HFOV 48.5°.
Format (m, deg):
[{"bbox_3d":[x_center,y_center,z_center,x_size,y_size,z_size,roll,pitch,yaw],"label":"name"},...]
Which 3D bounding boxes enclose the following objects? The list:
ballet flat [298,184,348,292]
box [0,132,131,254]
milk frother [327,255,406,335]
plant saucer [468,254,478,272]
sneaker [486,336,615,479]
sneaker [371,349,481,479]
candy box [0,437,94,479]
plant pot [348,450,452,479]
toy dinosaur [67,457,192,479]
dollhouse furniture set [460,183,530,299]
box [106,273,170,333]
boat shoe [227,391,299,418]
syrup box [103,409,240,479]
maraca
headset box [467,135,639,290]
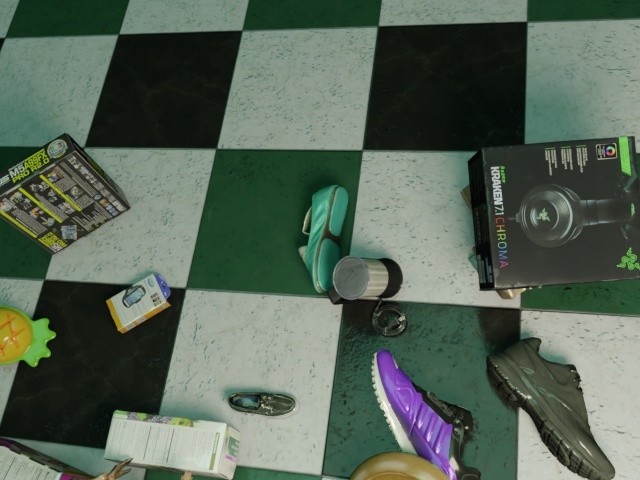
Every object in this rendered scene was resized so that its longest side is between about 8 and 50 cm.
[{"bbox_3d":[0.000,0.000,1.503,0.087,0.083,0.248,-8,62,36],"label":"ballet flat"},{"bbox_3d":[-0.572,-0.094,1.557,0.216,0.270,0.060,-31,64,-2],"label":"box"},{"bbox_3d":[0.102,0.109,1.387,0.143,0.134,0.129,45,112,29],"label":"milk frother"},{"bbox_3d":[0.397,0.013,1.432,0.192,0.018,0.067,-29,63,-3],"label":"plant saucer"},{"bbox_3d":[0.424,0.289,1.255,0.130,0.109,0.286,-32,65,-10],"label":"sneaker"},{"bbox_3d":[0.197,0.322,1.293,0.146,0.102,0.294,-24,70,1],"label":"sneaker"},{"bbox_3d":[-0.562,0.445,1.368,0.233,0.159,0.071,17,71,18],"label":"candy box"},{"bbox_3d":[0.137,0.481,1.207,0.236,0.032,0.237,1,92,26],"label":"plant pot"},{"bbox_3d":[-0.309,0.498,1.275,0.200,0.296,0.127,2,37,34],"label":"toy dinosaur"},{"bbox_3d":[0.393,-0.030,1.392,0.212,0.161,0.242,-29,85,-1],"label":"dollhouse furniture set"},{"bbox_3d":[-0.391,0.133,1.548,0.136,0.028,0.081,-29,63,-4],"label":"box"},{"bbox_3d":[-0.114,0.321,1.391,0.142,0.040,0.049,-1,65,12],"label":"boat shoe"},{"bbox_3d":[-0.282,0.393,1.366,0.236,0.093,0.096,2,66,13],"label":"syrup box"},{"bbox_3d":[-0.674,0.209,1.541,0.185,0.099,0.127,12,78,-9],"label":"maraca"},{"bbox_3d":[0.418,-0.043,1.246,0.282,0.131,0.247,-4,86,0],"label":"headset box"}]
